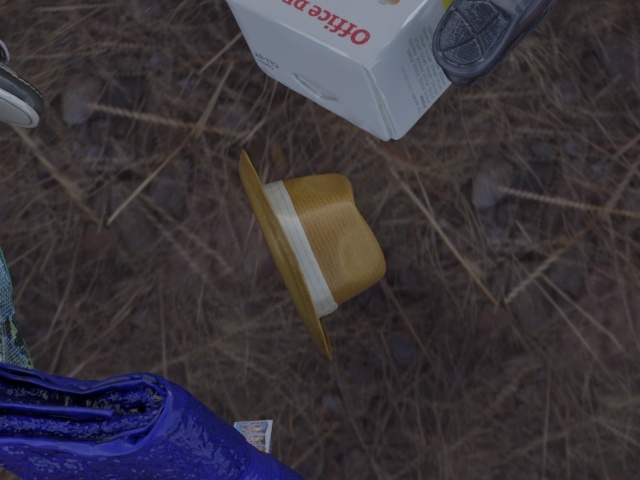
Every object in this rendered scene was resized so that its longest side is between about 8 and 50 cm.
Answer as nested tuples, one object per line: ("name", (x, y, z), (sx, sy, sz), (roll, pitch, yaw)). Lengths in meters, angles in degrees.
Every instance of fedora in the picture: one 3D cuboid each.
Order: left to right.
("fedora", (0.000, 0.000, 0.946), (0.079, 0.194, 0.194), (-24, 107, -1))

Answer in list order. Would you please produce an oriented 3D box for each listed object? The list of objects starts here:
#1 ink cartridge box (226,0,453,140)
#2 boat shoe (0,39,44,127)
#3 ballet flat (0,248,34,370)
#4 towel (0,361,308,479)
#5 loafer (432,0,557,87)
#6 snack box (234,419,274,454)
("ink cartridge box", (0.107, -0.359, 1.603), (0.385, 0.279, 0.160), (-48, 144, -13))
("boat shoe", (-0.428, -0.224, 1.332), (0.335, 0.112, 0.096), (23, 74, 24))
("ballet flat", (-0.329, 0.068, 1.162), (0.070, 0.070, 0.188), (-22, 83, 9))
("towel", (-0.126, 0.191, 0.940), (0.227, 0.076, 0.308), (1, 151, 33))
("loafer", (0.241, -0.311, 1.431), (0.109, 0.095, 0.302), (38, 86, 18))
("snack box", (-0.111, 0.338, 1.868), (0.064, 0.178, 0.022), (-5, 115, 5))
